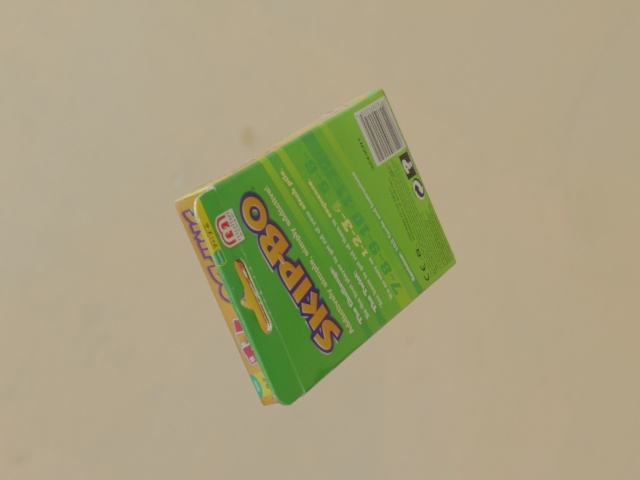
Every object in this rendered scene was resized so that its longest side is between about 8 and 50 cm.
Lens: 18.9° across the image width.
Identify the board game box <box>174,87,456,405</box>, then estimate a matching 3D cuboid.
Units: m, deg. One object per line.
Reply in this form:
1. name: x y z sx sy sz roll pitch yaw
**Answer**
1. board game box: 0.000 0.000 1.117 0.124 0.039 0.259 67 27 -7
